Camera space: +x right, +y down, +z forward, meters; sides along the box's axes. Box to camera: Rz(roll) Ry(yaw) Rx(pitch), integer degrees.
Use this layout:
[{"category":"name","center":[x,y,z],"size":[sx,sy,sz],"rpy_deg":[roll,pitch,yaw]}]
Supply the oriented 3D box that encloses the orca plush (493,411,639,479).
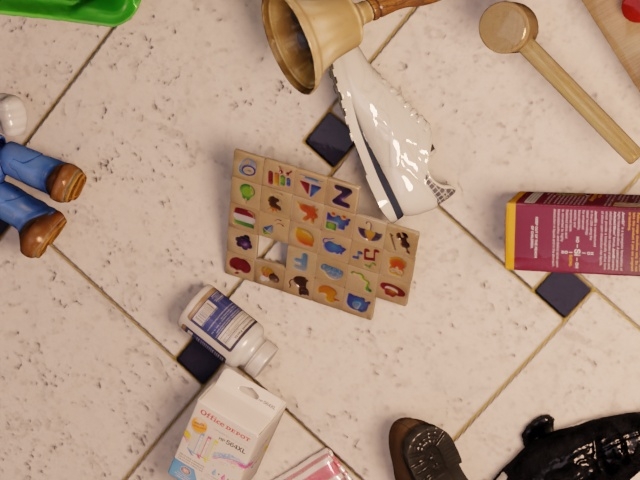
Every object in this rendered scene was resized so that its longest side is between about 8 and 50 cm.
[{"category":"orca plush","center":[0.322,0.281,1.914],"size":[0.287,0.102,0.151],"rpy_deg":[-11,96,17]}]

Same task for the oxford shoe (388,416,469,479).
[{"category":"oxford shoe","center":[0.141,0.310,1.988],"size":[0.083,0.096,0.227],"rpy_deg":[-24,112,-20]}]

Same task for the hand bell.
[{"category":"hand bell","center":[0.067,-0.270,1.864],"size":[0.242,0.126,0.126],"rpy_deg":[-25,93,-18]}]

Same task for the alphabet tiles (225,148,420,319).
[{"category":"alphabet tiles","center":[0.000,0.000,1.956],"size":[0.237,0.009,0.198],"rpy_deg":[17,132,11]}]

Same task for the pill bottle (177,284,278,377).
[{"category":"pill bottle","center":[-0.113,0.115,2.023],"size":[0.120,0.067,0.067],"rpy_deg":[39,107,6]}]

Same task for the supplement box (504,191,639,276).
[{"category":"supplement box","center":[0.312,-0.008,1.867],"size":[0.188,0.104,0.080],"rpy_deg":[3,101,15]}]

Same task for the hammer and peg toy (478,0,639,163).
[{"category":"hammer and peg toy","center":[0.376,-0.265,1.796],"size":[0.361,0.127,0.266],"rpy_deg":[-33,91,19]}]

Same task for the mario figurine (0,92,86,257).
[{"category":"mario figurine","center":[-0.468,-0.098,2.027],"size":[0.321,0.170,0.198],"rpy_deg":[27,71,2]}]

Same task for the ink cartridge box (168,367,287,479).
[{"category":"ink cartridge box","center":[-0.113,0.238,2.015],"size":[0.092,0.090,0.143],"rpy_deg":[28,121,10]}]

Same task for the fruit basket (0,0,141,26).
[{"category":"fruit basket","center":[-0.221,-0.395,1.835],"size":[0.392,0.283,0.392],"rpy_deg":[1,91,44]}]

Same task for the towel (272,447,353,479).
[{"category":"towel","center":[0.008,0.376,2.055],"size":[0.144,0.029,0.197],"rpy_deg":[-36,89,17]}]

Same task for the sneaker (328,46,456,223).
[{"category":"sneaker","center":[0.078,-0.141,1.929],"size":[0.095,0.090,0.235],"rpy_deg":[-22,97,5]}]
